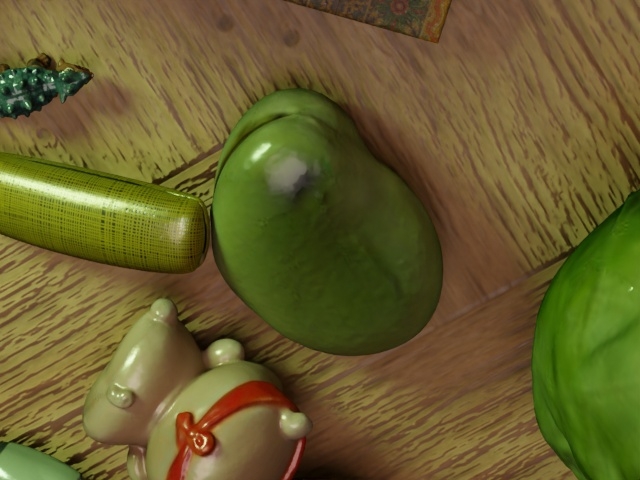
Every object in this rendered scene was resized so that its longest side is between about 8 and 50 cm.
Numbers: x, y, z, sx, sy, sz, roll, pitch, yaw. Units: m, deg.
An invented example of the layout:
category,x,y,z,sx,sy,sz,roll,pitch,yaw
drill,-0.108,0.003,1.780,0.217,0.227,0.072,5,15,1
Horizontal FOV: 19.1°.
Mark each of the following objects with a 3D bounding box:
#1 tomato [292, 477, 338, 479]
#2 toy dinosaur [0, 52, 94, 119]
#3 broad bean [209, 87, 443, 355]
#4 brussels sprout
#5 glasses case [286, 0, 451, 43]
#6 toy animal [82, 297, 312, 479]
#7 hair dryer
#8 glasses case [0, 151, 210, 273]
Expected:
category,x,y,z,sx,sy,sz,roll,pitch,yaw
tomato,-0.016,0.316,1.817,0.225,0.085,0.225,2,116,3
toy dinosaur,-0.271,-0.129,1.659,0.154,0.055,0.049,-13,115,5
broad bean,0.000,0.000,1.668,0.189,0.121,0.263,-26,111,14
brussels sprout,0.362,0.110,1.587,0.361,0.425,0.342,40,65,9
glasses case,0.006,-0.236,1.607,0.218,0.049,0.075,15,119,-4
toy animal,-0.110,0.164,1.721,0.197,0.171,0.171,39,110,6
hair dryer,-0.239,0.314,1.817,0.219,0.088,0.225,17,118,13
glasses case,-0.208,-0.023,1.669,0.234,0.064,0.079,13,114,19
